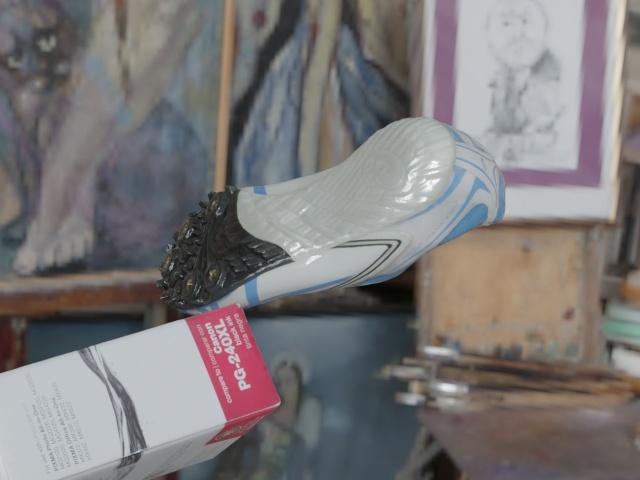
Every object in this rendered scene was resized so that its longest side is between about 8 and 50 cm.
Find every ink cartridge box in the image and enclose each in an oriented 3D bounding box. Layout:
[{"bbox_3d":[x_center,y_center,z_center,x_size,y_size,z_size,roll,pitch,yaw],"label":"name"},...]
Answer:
[{"bbox_3d":[-0.113,0.095,0.738,0.150,0.063,0.109,-15,-15,-30],"label":"ink cartridge box"}]

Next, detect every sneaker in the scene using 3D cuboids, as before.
[{"bbox_3d":[0.000,0.000,0.826,0.237,0.085,0.086,-20,-39,35],"label":"sneaker"}]
